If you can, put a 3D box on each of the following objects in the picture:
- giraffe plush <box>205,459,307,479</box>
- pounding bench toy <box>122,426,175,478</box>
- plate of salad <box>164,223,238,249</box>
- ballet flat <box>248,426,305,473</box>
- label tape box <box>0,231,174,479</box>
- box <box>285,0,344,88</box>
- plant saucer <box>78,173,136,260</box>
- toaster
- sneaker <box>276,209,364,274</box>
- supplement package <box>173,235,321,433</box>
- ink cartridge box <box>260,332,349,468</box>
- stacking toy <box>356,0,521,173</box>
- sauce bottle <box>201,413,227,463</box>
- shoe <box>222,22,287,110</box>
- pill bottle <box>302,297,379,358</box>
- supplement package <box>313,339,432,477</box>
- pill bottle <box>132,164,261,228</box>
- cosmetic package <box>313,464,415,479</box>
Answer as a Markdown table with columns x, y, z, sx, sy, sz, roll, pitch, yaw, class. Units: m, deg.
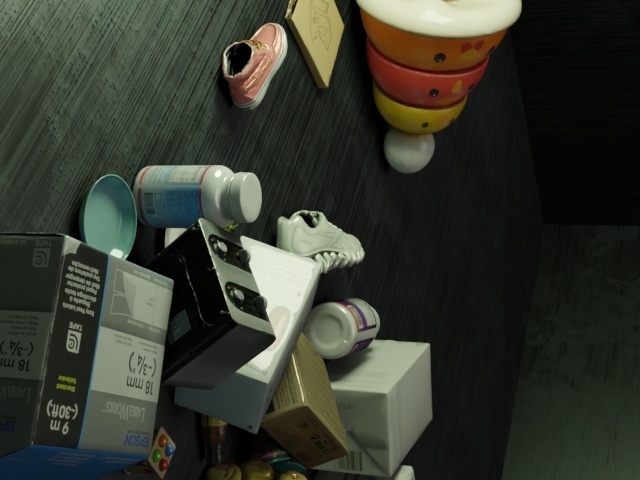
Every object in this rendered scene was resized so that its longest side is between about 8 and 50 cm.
| x | y | z | sx | sy | sz | roll | pitch | yaw | class |
| --- | --- | --- | --- | --- | --- | --- | --- | --- | --- |
| -0.111 | 0.468 | 1.600 | 0.210 | 0.181 | 0.170 | -73 | 177 | -58 | giraffe plush |
| -0.236 | 0.270 | 1.366 | 0.083 | 0.065 | 0.052 | 68 | 32 | -44 | pounding bench toy |
| -0.172 | 0.010 | 1.535 | 0.200 | 0.048 | 0.199 | 2 | 90 | -69 | plate of salad |
| -0.075 | 0.358 | 1.787 | 0.221 | 0.077 | 0.079 | 44 | 32 | -68 | ballet flat |
| -0.287 | 0.181 | 1.181 | 0.240 | 0.106 | 0.333 | 33 | 61 | -64 | label tape box |
| -0.008 | -0.412 | 1.953 | 0.201 | 0.021 | 0.164 | 60 | 37 | -53 | box |
| -0.273 | -0.024 | 1.313 | 0.119 | 0.021 | 0.119 | 2 | 90 | -68 | plant saucer |
| -0.161 | 0.094 | 1.346 | 0.110 | 0.186 | 0.168 | 22 | 37 | -48 | toaster |
| 0.000 | 0.000 | 1.903 | 0.292 | 0.110 | 0.118 | -11 | 93 | -68 | sneaker |
| -0.106 | 0.137 | 1.537 | 0.134 | 0.139 | 0.244 | 104 | 7 | -46 | supplement package |
| -0.045 | 0.248 | 1.724 | 0.234 | 0.088 | 0.193 | 57 | 12 | -53 | ink cartridge box |
| 0.228 | -0.354 | 2.260 | 0.350 | 0.351 | 0.480 | -61 | 161 | -49 | stacking toy |
| -0.163 | 0.276 | 1.586 | 0.042 | 0.042 | 0.128 | -14 | 106 | -68 | sauce bottle |
| -0.105 | -0.299 | 1.659 | 0.081 | 0.063 | 0.178 | 69 | 35 | -54 | shoe |
| 0.048 | 0.168 | 2.016 | 0.193 | 0.108 | 0.108 | -1 | 92 | -68 | pill bottle |
| 0.101 | 0.325 | 2.066 | 0.293 | 0.178 | 0.175 | -31 | 120 | -64 | supplement package |
| -0.165 | -0.058 | 1.395 | 0.087 | 0.160 | 0.087 | 2 | 90 | -68 | pill bottle |
| 0.103 | 0.621 | 2.072 | 0.155 | 0.197 | 0.365 | -58 | 142 | -52 | cosmetic package |
